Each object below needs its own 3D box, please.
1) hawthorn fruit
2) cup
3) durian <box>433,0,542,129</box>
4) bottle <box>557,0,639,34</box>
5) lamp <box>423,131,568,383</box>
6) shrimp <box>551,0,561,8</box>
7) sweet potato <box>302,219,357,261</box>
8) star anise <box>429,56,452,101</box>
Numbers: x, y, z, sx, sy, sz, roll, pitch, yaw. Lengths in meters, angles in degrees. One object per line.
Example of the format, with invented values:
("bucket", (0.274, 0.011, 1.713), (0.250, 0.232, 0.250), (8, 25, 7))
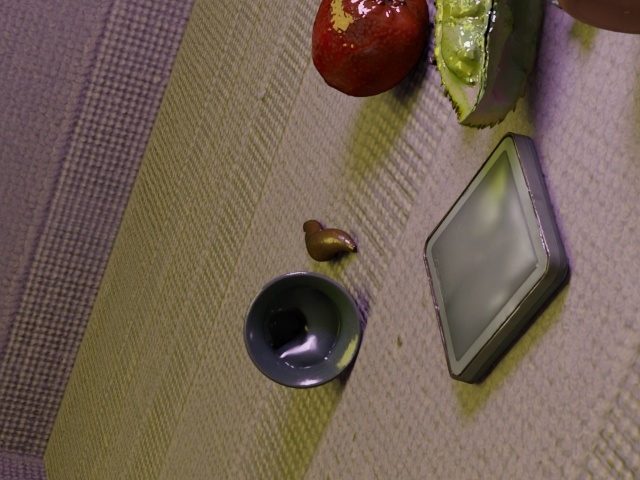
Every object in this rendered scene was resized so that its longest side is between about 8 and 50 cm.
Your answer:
("hawthorn fruit", (0.074, -0.338, 2.323), (0.253, 0.205, 0.205), (122, 153, -53))
("cup", (-0.033, 0.142, 2.345), (0.150, 0.199, 0.199), (-111, 37, -83))
("durian", (0.244, -0.321, 1.891), (0.169, 0.158, 0.351), (163, 113, -84))
("bottle", (0.398, -0.408, 1.611), (0.206, 0.173, 0.297), (-1, 73, 50))
("lamp", (0.236, 0.025, 1.895), (0.266, 0.047, 0.269), (-96, 29, -42))
("shrimp", (0.306, -0.507, 1.755), (0.221, 0.166, 0.410), (-103, -11, -65))
("sweet potato", (-0.002, 0.001, 2.483), (0.069, 0.059, 0.249), (-56, 18, -3))
("star anise", (0.246, -0.279, 2.060), (0.140, 0.144, 0.158), (60, -150, -50))
